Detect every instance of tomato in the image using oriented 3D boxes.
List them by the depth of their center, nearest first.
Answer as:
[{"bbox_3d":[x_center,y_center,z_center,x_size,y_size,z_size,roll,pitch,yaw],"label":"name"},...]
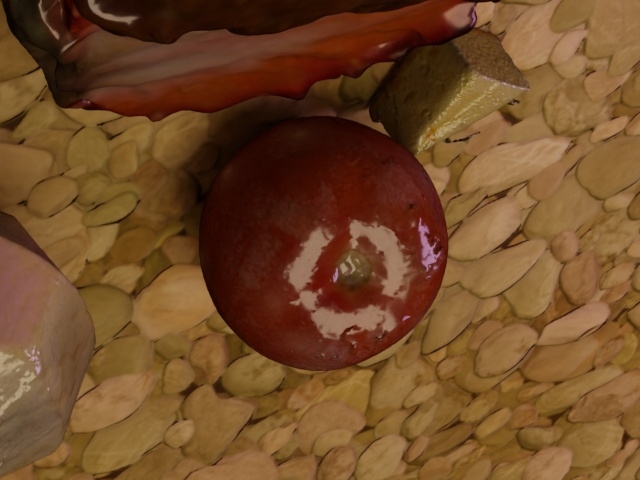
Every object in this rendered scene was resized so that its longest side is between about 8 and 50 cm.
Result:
[{"bbox_3d":[0.000,0.000,1.534,0.208,0.184,0.208,-5,107,-17],"label":"tomato"}]

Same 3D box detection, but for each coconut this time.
[{"bbox_3d":[-0.291,0.079,1.391,0.259,0.259,0.259,-20,140,-17],"label":"coconut"}]

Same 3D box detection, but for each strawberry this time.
[{"bbox_3d":[-0.047,-0.195,1.259,0.336,0.149,0.265,-10,164,2],"label":"strawberry"}]

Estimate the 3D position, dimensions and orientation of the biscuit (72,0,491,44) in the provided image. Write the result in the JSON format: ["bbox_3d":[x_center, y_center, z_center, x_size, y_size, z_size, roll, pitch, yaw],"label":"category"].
[{"bbox_3d":[-0.048,-0.278,1.049,0.395,0.343,0.166,-7,155,-37],"label":"biscuit"}]

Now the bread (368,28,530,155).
[{"bbox_3d":[0.108,-0.117,1.568,0.080,0.084,0.109,14,122,-42],"label":"bread"}]
